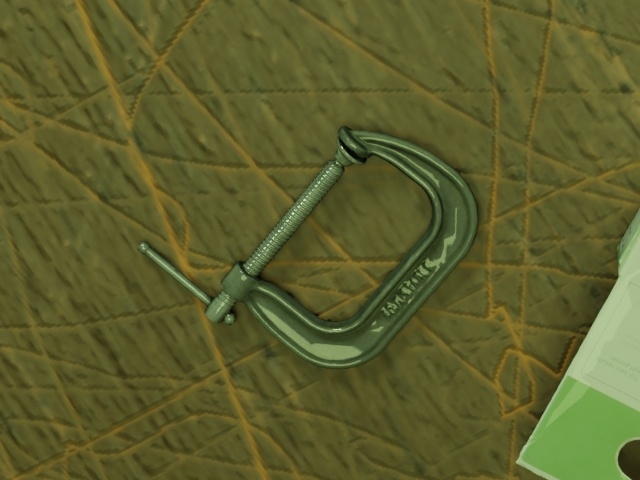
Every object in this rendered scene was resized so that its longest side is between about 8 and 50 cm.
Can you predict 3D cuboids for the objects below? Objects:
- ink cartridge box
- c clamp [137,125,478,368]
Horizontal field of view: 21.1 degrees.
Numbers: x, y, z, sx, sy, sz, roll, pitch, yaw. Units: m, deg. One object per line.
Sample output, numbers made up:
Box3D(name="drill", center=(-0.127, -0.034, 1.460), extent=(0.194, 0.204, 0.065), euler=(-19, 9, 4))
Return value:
Box3D(name="ink cartridge box", center=(0.230, 0.049, 0.903), extent=(0.171, 0.056, 0.235), euler=(27, 110, 1))
Box3D(name="c clamp", center=(0.000, 0.000, 0.938), extent=(0.137, 0.022, 0.160), euler=(44, 107, -5))
